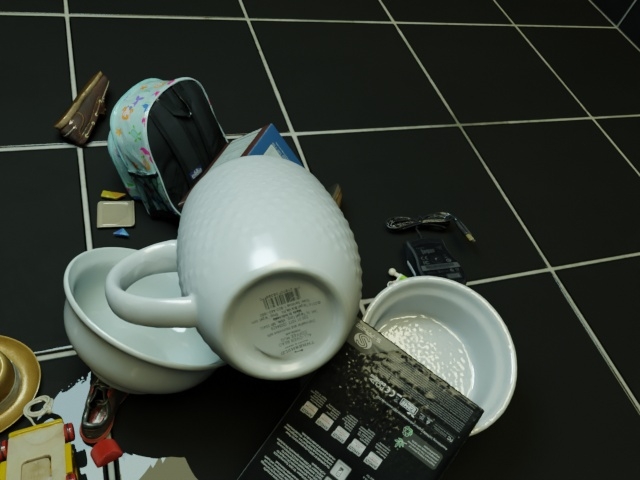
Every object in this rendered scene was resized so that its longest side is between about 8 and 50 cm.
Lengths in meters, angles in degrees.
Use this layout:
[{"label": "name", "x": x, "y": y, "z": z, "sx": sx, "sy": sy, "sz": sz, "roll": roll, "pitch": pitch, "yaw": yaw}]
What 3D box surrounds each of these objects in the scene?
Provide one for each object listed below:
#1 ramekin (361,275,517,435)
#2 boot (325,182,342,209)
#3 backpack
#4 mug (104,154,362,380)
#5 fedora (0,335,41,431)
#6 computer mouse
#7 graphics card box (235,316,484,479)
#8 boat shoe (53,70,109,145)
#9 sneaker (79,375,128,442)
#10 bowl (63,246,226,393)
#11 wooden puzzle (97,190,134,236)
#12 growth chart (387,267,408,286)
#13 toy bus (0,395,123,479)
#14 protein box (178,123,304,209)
[{"label": "ramekin", "x": 0.188, "y": 0.215, "z": 0.979, "sx": 0.277, "sy": 0.135, "sz": 0.277, "roll": 3, "pitch": 63, "yaw": -7}, {"label": "boot", "x": 0.000, "y": 0.000, "z": 1.166, "sx": 0.115, "sy": 0.112, "sz": 0.305, "roll": 42, "pitch": 42, "yaw": -21}, {"label": "backpack", "x": -0.305, "y": -0.196, "z": 1.113, "sx": 0.191, "sy": 0.254, "sz": 0.225, "roll": 12, "pitch": 48, "yaw": 24}, {"label": "mug", "x": -0.123, "y": 0.048, "z": 0.823, "sx": 0.373, "sy": 0.276, "sz": 0.328, "roll": -6, "pitch": 24, "yaw": -10}, {"label": "fedora", "x": -0.538, "y": 0.210, "z": 0.843, "sx": 0.194, "sy": 0.079, "sz": 0.194, "roll": 7, "pitch": 51, "yaw": -9}, {"label": "computer mouse", "x": 0.266, "y": 0.032, "z": 1.212, "sx": 0.184, "sy": 0.060, "sz": 0.262, "roll": -9, "pitch": 40, "yaw": -17}, {"label": "graphics card box", "x": 0.036, "y": 0.326, "z": 0.806, "sx": 0.232, "sy": 0.094, "sz": 0.371, "roll": 34, "pitch": 82, "yaw": 13}, {"label": "boat shoe", "x": -0.527, "y": -0.300, "z": 1.256, "sx": 0.073, "sy": 0.073, "sz": 0.207, "roll": 41, "pitch": 46, "yaw": -32}, {"label": "sneaker", "x": -0.340, "y": 0.238, "z": 0.885, "sx": 0.061, "sy": 0.065, "sz": 0.158, "roll": 9, "pitch": 51, "yaw": -8}, {"label": "bowl", "x": -0.284, "y": 0.148, "z": 0.891, "sx": 0.297, "sy": 0.134, "sz": 0.298, "roll": 30, "pitch": 17, "yaw": -10}, {"label": "wooden puzzle", "x": -0.416, "y": -0.054, "z": 1.125, "sx": 0.078, "sy": 0.014, "sz": 0.116, "roll": 0, "pitch": 53, "yaw": -10}, {"label": "growth chart", "x": 0.182, "y": 0.179, "z": 1.106, "sx": 0.171, "sy": 0.021, "sz": 0.237, "roll": 25, "pitch": 51, "yaw": 3}, {"label": "toy bus", "x": -0.387, "y": 0.339, "z": 0.767, "sx": 0.190, "sy": 0.105, "sz": 0.202, "roll": 11, "pitch": 28, "yaw": 19}, {"label": "protein box", "x": -0.125, "y": -0.077, "z": 1.084, "sx": 0.200, "sy": 0.135, "sz": 0.201, "roll": 52, "pitch": 45, "yaw": -27}]
